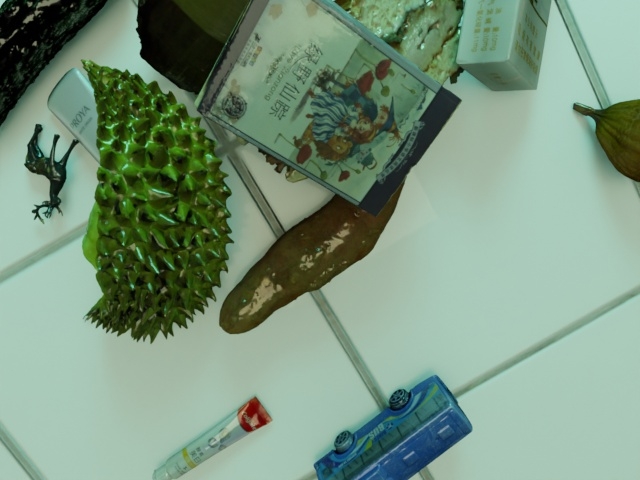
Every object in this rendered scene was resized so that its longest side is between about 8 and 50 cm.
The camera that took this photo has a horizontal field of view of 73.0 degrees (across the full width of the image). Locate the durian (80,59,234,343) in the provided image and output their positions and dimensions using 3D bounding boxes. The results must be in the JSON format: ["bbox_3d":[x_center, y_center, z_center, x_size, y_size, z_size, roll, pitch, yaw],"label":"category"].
[{"bbox_3d":[-0.209,-0.015,0.528,0.158,0.170,0.355,-10,123,-43],"label":"durian"}]

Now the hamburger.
[{"bbox_3d":[0.028,-0.198,0.519,0.155,0.246,0.282,55,50,-33],"label":"hamburger"}]

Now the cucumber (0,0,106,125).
[{"bbox_3d":[-0.346,-0.255,0.524,0.081,0.072,0.303,42,93,-7],"label":"cucumber"}]

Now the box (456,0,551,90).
[{"bbox_3d":[0.234,-0.315,0.521,0.067,0.150,0.232,12,101,33],"label":"box"}]

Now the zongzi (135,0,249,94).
[{"bbox_3d":[-0.105,-0.367,0.522,0.290,0.317,0.154,-30,139,30],"label":"zongzi"}]

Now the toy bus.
[{"bbox_3d":[0.101,0.299,0.631,0.237,0.094,0.079,-39,100,2],"label":"toy bus"}]

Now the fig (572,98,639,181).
[{"bbox_3d":[0.442,-0.153,0.596,0.119,0.119,0.152,-28,56,0],"label":"fig"}]

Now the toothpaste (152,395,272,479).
[{"bbox_3d":[-0.164,0.304,0.646,0.191,0.031,0.048,-33,96,-2],"label":"toothpaste"}]

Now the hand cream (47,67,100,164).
[{"bbox_3d":[-0.250,-0.102,0.565,0.079,0.048,0.255,-35,102,25],"label":"hand cream"}]

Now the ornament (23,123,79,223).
[{"bbox_3d":[-0.361,-0.083,0.567,0.074,0.028,0.125,21,104,14],"label":"ornament"}]

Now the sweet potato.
[{"bbox_3d":[0.009,0.003,0.581,0.354,0.095,0.106,-45,144,5],"label":"sweet potato"}]

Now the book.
[{"bbox_3d":[0.011,-0.140,0.442,0.231,0.026,0.157,28,108,-20],"label":"book"}]
